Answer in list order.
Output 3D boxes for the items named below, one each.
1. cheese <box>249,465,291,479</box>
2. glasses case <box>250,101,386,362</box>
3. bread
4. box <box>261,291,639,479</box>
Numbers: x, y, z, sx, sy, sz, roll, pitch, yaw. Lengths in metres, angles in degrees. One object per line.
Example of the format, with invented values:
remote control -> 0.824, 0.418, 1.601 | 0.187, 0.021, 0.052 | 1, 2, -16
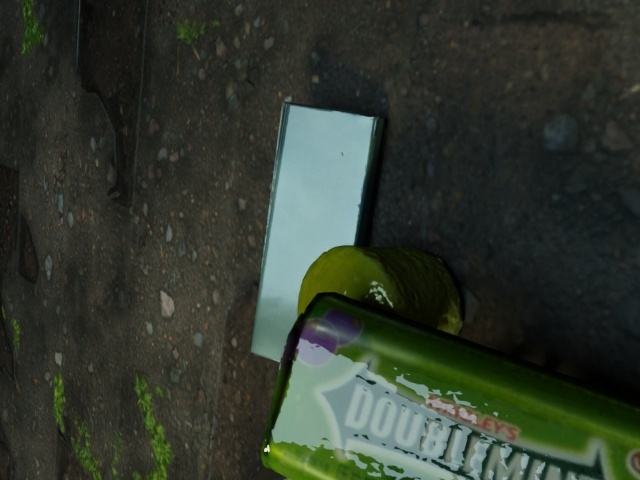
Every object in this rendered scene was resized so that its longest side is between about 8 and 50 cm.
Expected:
cheese -> 0.053, 0.188, 0.526 | 0.286, 0.163, 0.082 | -34, 85, 26
glasses case -> 0.000, 0.000, 0.642 | 0.105, 0.056, 0.266 | 13, 104, 20
bread -> 0.047, 0.058, 0.540 | 0.129, 0.114, 0.111 | -10, 85, 47
box -> 0.132, 0.145, 0.383 | 0.345, 0.097, 0.134 | 19, 96, 22
